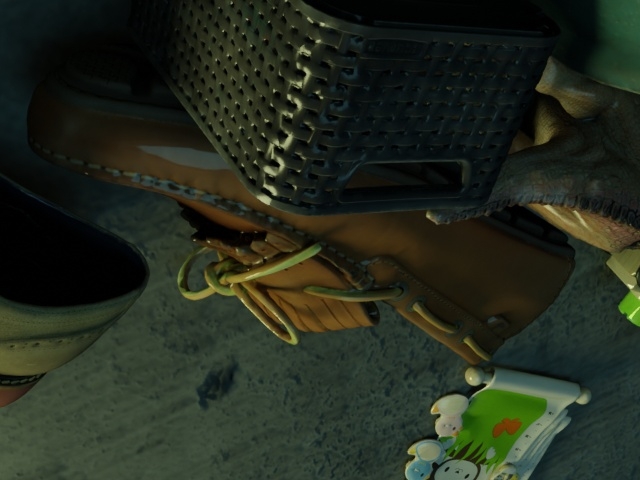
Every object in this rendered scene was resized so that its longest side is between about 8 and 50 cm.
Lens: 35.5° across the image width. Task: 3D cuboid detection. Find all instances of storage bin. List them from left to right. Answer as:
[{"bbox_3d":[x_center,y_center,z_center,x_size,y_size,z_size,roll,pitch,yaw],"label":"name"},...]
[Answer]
[{"bbox_3d":[0.001,-0.096,0.447,0.122,0.180,0.084,-4,127,-32],"label":"storage bin"}]

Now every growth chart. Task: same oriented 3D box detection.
[{"bbox_3d":[0.141,0.206,0.895,0.172,0.021,0.237,5,120,-31],"label":"growth chart"}]

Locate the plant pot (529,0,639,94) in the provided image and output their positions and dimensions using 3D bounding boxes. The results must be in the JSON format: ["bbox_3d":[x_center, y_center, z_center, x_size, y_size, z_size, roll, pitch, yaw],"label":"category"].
[{"bbox_3d":[0.147,-0.283,0.336,0.341,0.341,0.334,-40,125,4],"label":"plant pot"}]

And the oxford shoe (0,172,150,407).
[{"bbox_3d":[-0.224,-0.025,0.426,0.130,0.123,0.348,-29,148,25],"label":"oxford shoe"}]

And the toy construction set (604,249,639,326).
[{"bbox_3d":[0.342,-0.016,0.762,0.215,0.151,0.327,14,105,-36],"label":"toy construction set"}]

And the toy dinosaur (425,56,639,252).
[{"bbox_3d":[0.165,-0.043,0.582,0.127,0.296,0.200,-33,95,29],"label":"toy dinosaur"}]

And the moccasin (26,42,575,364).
[{"bbox_3d":[-0.002,-0.002,0.589,0.380,0.139,0.147,20,104,-48],"label":"moccasin"}]
